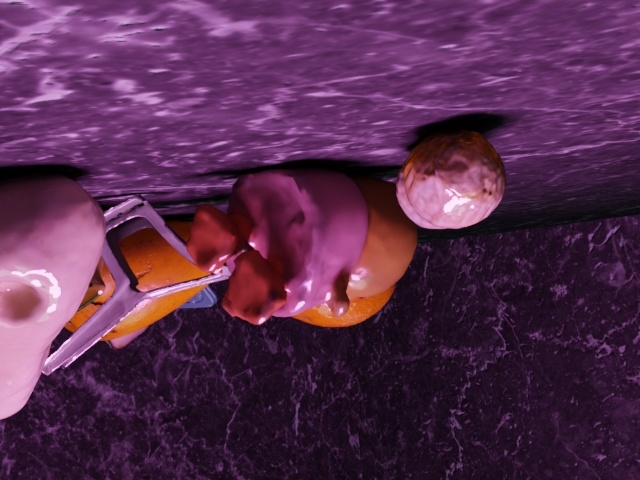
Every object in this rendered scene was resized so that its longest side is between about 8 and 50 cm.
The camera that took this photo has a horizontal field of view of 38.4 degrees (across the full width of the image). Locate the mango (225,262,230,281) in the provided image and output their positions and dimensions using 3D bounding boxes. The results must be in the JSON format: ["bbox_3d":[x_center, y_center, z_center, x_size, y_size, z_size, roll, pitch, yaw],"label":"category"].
[{"bbox_3d":[-0.142,0.024,1.719,0.133,0.111,0.267,-21,-173,-9],"label":"mango"}]

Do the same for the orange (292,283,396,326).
[{"bbox_3d":[0.011,0.030,1.291,0.206,0.206,0.206,-5,177,0],"label":"orange"}]

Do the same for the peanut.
[{"bbox_3d":[0.113,-0.051,0.822,0.087,0.087,0.207,-5,178,-1],"label":"peanut"}]

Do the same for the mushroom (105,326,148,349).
[{"bbox_3d":[-0.385,0.056,1.655,0.162,0.173,0.236,-34,144,-14],"label":"mushroom"}]

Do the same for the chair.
[{"bbox_3d":[-0.246,0.040,1.140,0.274,0.190,0.203,-34,-179,-5],"label":"chair"}]

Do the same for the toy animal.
[{"bbox_3d":[0.004,-0.003,1.005,0.169,0.195,0.281,-50,152,22],"label":"toy animal"}]

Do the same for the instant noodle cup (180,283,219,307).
[{"bbox_3d":[-0.285,0.050,1.736,0.157,0.070,0.179,-6,136,30],"label":"instant noodle cup"}]

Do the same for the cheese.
[{"bbox_3d":[-0.396,0.026,0.869,0.328,0.129,0.351,21,137,-17],"label":"cheese"}]

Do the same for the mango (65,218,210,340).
[{"bbox_3d":[-0.278,0.052,1.392,0.290,0.160,0.191,-20,-168,0],"label":"mango"}]

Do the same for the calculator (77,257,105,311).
[{"bbox_3d":[-0.387,0.053,1.315,0.236,0.157,0.033,-24,141,32],"label":"calculator"}]
